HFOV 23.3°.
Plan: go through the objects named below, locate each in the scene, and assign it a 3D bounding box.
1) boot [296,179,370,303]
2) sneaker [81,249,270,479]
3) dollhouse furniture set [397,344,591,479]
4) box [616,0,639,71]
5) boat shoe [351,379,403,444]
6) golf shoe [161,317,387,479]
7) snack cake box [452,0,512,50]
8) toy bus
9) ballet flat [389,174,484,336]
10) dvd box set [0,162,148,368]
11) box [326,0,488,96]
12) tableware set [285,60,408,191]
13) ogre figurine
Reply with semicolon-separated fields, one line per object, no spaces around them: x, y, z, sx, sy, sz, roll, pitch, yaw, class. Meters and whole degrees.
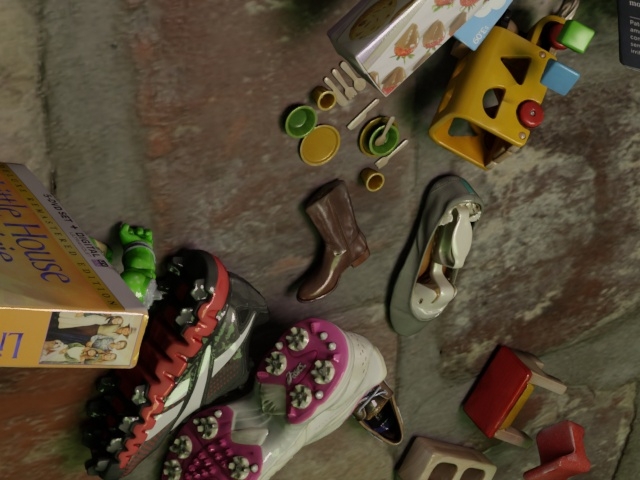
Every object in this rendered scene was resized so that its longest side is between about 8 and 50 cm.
0.000;0.000;1.677;0.106;0.037;0.114;-42;137;-20;boot
-0.147;0.146;1.638;0.135;0.097;0.276;22;104;-37;sneaker
0.175;0.329;1.892;0.152;0.201;0.374;17;110;-38;dollhouse furniture set
0.451;-0.383;1.537;0.293;0.212;0.395;-41;137;-34;box
0.052;0.174;1.803;0.066;0.066;0.183;-42;132;-2;boat shoe
-0.048;0.209;1.714;0.306;0.115;0.140;-42;151;24;golf shoe
0.167;-0.340;1.527;0.152;0.089;0.264;30;101;-40;snack cake box
0.188;-0.179;1.630;0.104;0.202;0.191;27;112;-10;toy bus
0.132;0.030;1.759;0.072;0.068;0.213;-2;120;-31;ballet flat
-0.388;0.005;1.256;0.420;0.307;0.062;4;114;-33;dvd box set
0.148;-0.273;1.456;0.324;0.067;0.063;-42;132;0;box
0.029;-0.109;1.634;0.104;0.024;0.154;-43;133;-1;tableware set
-0.241;0.038;1.496;0.197;0.118;0.097;10;113;-36;ogre figurine
